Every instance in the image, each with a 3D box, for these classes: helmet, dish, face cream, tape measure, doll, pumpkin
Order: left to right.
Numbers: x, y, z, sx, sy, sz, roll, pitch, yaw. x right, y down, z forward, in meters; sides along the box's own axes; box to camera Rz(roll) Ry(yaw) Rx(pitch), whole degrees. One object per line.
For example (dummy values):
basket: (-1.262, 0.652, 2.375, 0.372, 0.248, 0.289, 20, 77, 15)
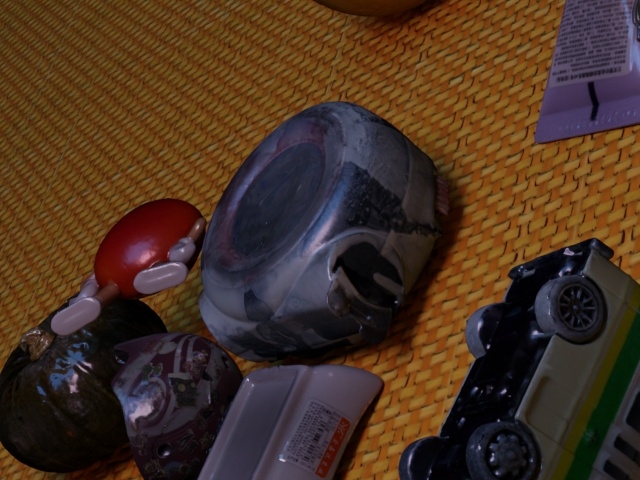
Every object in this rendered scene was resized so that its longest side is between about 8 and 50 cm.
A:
pumpkin: (-0.262, 0.150, 1.995, 0.223, 0.157, 0.224, -41, 18, 16)
doll: (-0.190, 0.023, 1.927, 0.183, 0.085, 0.217, -26, 19, 16)
helmet: (-0.126, 0.163, 1.810, 0.107, 0.153, 0.177, -24, 34, 10)
dish: (-0.047, 0.200, 1.715, 0.151, 0.077, 0.212, -12, 44, 48)
tape measure: (0.000, 0.000, 1.831, 0.256, 0.147, 0.275, -19, 44, 46)
face cream: (0.290, -0.227, 1.783, 0.154, 0.096, 0.274, -7, 62, 48)

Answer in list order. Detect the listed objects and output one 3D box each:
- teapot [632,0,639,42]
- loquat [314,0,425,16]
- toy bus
teapot: (0.343, -0.229, 1.676, 0.108, 0.111, 0.149, -22, 41, 60)
loquat: (0.069, -0.401, 2.111, 0.275, 0.275, 0.275, -34, 31, 24)
toy bus: (0.172, 0.154, 1.376, 0.276, 0.164, 0.133, -62, 16, -23)
